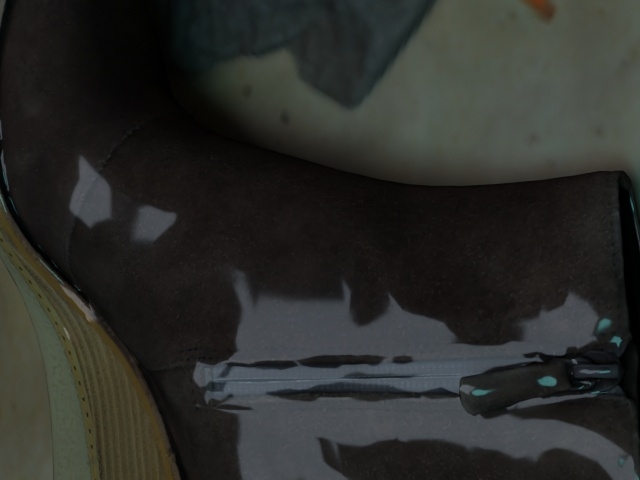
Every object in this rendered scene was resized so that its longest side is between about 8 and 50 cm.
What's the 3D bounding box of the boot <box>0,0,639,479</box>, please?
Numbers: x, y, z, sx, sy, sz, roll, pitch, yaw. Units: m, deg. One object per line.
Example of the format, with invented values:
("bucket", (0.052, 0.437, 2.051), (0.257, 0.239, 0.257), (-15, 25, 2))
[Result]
("boot", (0.000, 0.000, 0.582), (0.207, 0.090, 0.248), (-13, 82, 27))
